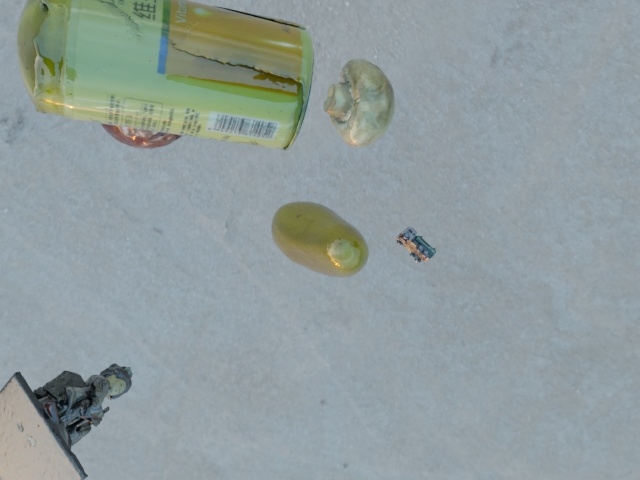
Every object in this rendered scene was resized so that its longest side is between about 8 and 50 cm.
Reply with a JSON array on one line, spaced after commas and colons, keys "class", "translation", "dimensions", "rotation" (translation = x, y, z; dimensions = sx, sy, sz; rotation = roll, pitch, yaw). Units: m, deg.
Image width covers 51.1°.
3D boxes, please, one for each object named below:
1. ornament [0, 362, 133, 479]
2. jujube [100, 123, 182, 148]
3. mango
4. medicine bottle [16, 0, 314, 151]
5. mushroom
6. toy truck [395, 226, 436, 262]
[{"class": "ornament", "translation": [-0.313, 0.232, 0.891], "dimensions": [0.166, 0.196, 0.153], "rotation": [-43, 82, 31]}, {"class": "jujube", "translation": [-0.273, -0.274, 1.044], "dimensions": [0.189, 0.190, 0.256], "rotation": [-1, 116, -4]}, {"class": "mango", "translation": [0.003, 0.004, 1.552], "dimensions": [0.142, 0.331, 0.195], "rotation": [-51, 128, -9]}, {"class": "medicine bottle", "translation": [-0.131, -0.151, 0.575], "dimensions": [0.238, 0.124, 0.124], "rotation": [8, 122, -18]}, {"class": "mushroom", "translation": [0.065, -0.228, 1.116], "dimensions": [0.112, 0.148, 0.148], "rotation": [12, 121, -19]}, {"class": "toy truck", "translation": [0.199, 0.009, 1.392], "dimensions": [0.083, 0.044, 0.039], "rotation": [43, 145, 4]}]
